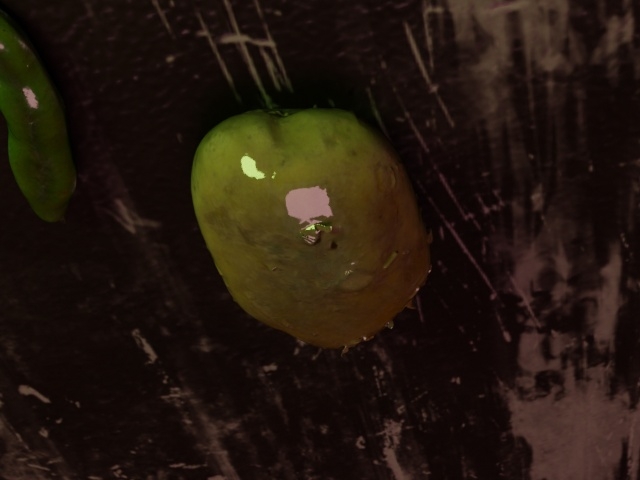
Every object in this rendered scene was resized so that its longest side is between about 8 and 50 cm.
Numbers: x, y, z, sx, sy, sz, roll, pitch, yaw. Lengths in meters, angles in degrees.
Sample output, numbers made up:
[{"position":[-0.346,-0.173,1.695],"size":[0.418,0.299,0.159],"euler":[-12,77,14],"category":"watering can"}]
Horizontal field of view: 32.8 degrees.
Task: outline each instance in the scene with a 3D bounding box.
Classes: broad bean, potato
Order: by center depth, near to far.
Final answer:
[{"position":[-0.241,-0.104,0.894],"size":[0.065,0.046,0.254],"euler":[-3,136,6],"category":"broad bean"},{"position":[0.000,0.000,0.968],"size":[0.192,0.141,0.296],"euler":[-14,139,12],"category":"potato"}]
